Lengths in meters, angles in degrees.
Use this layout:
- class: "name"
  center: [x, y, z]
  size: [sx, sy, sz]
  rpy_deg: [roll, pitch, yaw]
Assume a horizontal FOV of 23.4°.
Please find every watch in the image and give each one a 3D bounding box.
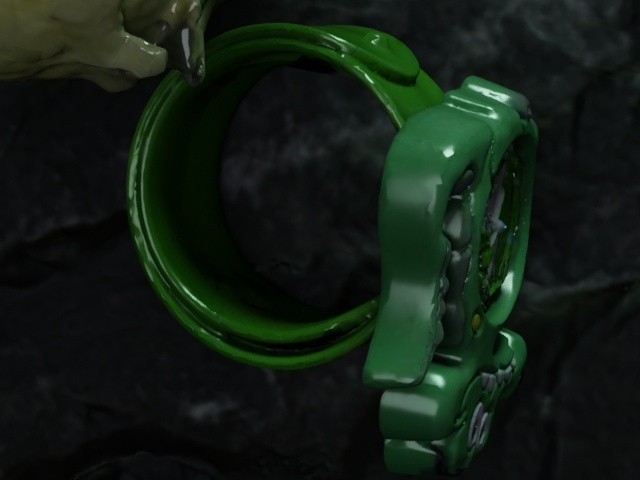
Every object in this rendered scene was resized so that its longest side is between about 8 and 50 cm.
- class: "watch"
  center: [0.000, 0.000, 0.599]
  size: [0.152, 0.131, 0.165]
  rpy_deg: [11, 102, 20]

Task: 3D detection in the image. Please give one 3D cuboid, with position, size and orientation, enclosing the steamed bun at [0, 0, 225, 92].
- class: "steamed bun"
  center: [-0.148, -0.152, 0.544]
  size: [0.273, 0.232, 0.166]
  rpy_deg: [12, 105, 10]
